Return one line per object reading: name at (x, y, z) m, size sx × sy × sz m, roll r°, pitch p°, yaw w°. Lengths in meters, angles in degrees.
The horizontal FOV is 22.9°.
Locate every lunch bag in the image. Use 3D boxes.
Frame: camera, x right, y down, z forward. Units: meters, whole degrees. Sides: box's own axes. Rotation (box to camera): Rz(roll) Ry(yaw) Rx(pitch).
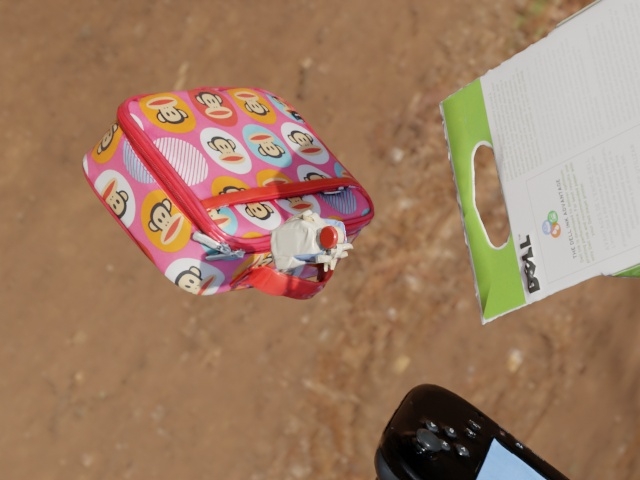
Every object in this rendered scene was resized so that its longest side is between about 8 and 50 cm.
lunch bag at (-0.085, -0.042, 1.698) m, size 0.293 × 0.258 × 0.120 m, roll -12°, pitch 148°, yaw -53°

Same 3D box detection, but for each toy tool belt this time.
toy tool belt at (0.000, 0.000, 1.327) m, size 0.051 × 0.083 × 0.052 m, roll -1°, pitch 84°, yaw -45°

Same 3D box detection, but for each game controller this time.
game controller at (0.177, 0.222, 1.125) m, size 0.067 × 0.319 × 0.166 m, roll -54°, pitch 176°, yaw 30°

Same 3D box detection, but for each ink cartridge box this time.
ink cartridge box at (0.212, -0.062, 1.126) m, size 0.097 × 0.188 × 0.255 m, roll 1°, pitch 162°, yaw -36°
